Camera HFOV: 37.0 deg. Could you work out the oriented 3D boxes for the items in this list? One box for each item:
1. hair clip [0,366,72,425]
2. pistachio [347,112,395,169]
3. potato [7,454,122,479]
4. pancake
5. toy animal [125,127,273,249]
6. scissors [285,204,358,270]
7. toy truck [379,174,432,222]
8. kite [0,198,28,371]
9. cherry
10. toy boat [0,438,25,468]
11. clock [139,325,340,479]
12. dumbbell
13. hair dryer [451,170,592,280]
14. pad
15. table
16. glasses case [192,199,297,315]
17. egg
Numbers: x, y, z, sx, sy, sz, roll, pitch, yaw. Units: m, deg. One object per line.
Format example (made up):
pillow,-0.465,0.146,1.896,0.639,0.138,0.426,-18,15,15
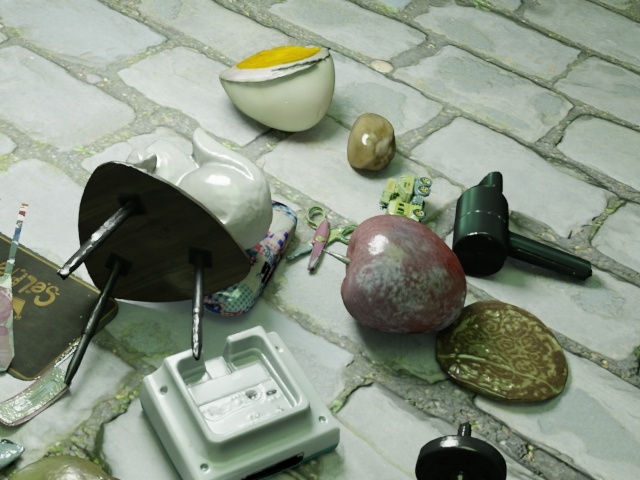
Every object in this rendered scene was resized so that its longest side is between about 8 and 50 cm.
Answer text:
hair clip,-0.471,0.256,1.563,0.054,0.022,0.137,32,45,23
pistachio,0.114,-0.228,2.178,0.108,0.126,0.186,45,28,-25
potato,-0.336,0.401,1.324,0.251,0.159,0.174,21,67,31
pancake,0.337,0.204,1.768,0.249,0.031,0.250,5,41,-4
toy animal,-0.217,-0.067,1.736,0.264,0.206,0.272,22,59,20
scissors,0.000,0.000,1.949,0.133,0.020,0.187,28,42,14
toy truck,0.174,-0.076,2.027,0.100,0.077,0.169,15,42,3
kite,-0.614,0.072,1.670,0.204,0.022,0.361,5,59,-6
cherry,0.136,0.061,1.760,0.285,0.213,0.236,22,50,1
toy boat,-0.567,0.360,1.391,0.206,0.096,0.282,12,29,26
clock,-0.130,0.269,1.543,0.262,0.116,0.231,-17,48,-26
dumbbell,0.202,0.402,1.428,0.143,0.143,0.325,13,41,5
hair dryer,0.424,-0.011,1.996,0.302,0.116,0.244,21,41,-3
pad,-0.553,0.066,1.738,0.375,0.063,0.315,27,43,18
table,-0.319,0.065,1.559,0.317,0.317,0.249,12,41,3
glasses case,-0.145,0.026,1.848,0.125,0.076,0.327,16,41,11
egg,-0.094,-0.346,2.231,0.264,0.174,0.286,-28,28,-36
